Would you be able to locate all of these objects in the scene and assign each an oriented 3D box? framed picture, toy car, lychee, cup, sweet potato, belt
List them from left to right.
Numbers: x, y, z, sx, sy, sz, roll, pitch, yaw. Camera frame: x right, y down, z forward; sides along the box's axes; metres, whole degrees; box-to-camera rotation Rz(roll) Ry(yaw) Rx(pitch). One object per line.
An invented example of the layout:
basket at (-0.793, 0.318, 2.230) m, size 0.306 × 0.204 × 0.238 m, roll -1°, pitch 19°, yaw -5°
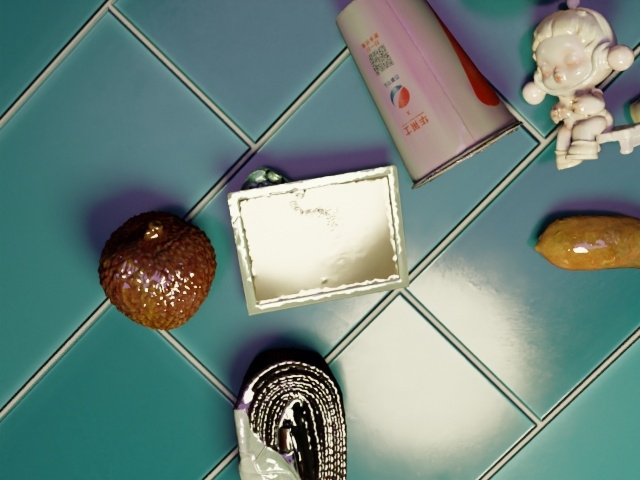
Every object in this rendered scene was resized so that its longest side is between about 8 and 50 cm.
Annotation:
lychee at (-0.255, 0.047, 1.479) m, size 0.194 × 0.194 × 0.194 m, roll 0°, pitch 97°, yaw 3°
toy car at (-0.047, -0.048, 1.516) m, size 0.186 × 0.058 × 0.093 m, roll 28°, pitch 101°, yaw -17°
belt at (-0.045, 0.324, 1.509) m, size 0.184 × 0.164 × 0.289 m, roll -7°, pitch 96°, yaw -5°
framed picture at (0.000, 0.000, 1.501) m, size 0.273 × 0.016 × 0.216 m, roll -9°, pitch 111°, yaw -4°
cup at (0.154, -0.248, 1.431) m, size 0.203 × 0.203 × 0.288 m, roll -32°, pitch 88°, yaw 6°
sweet potato at (0.489, 0.011, 1.482) m, size 0.292 × 0.097 × 0.097 m, roll 7°, pitch 97°, yaw 1°

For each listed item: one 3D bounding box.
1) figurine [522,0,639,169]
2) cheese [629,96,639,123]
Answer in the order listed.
figurine at (0.405, -0.249, 1.426) m, size 0.144 × 0.182 × 0.256 m, roll -14°, pitch 94°, yaw -11°
cheese at (0.574, -0.161, 1.484) m, size 0.097 × 0.037 × 0.192 m, roll -33°, pitch 93°, yaw 7°
